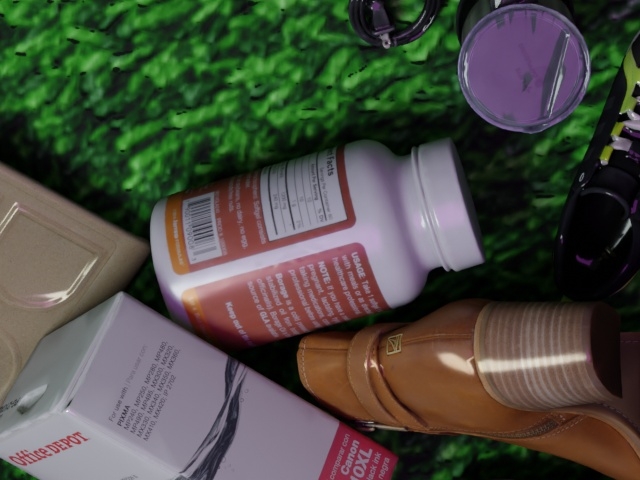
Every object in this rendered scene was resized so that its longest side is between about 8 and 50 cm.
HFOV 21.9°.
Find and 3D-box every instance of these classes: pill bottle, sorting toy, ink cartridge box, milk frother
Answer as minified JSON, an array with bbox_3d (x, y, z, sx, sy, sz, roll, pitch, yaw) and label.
[{"bbox_3d":[0.000,0.000,1.159,0.216,0.121,0.121,-15,109,9],"label":"pill bottle"},{"bbox_3d":[-0.298,0.066,1.229,0.229,0.041,0.307,29,110,-24],"label":"sorting toy"},{"bbox_3d":[-0.095,0.149,1.170,0.237,0.100,0.172,33,151,-18],"label":"ink cartridge box"},{"bbox_3d":[0.095,-0.136,1.094,0.143,0.135,0.129,-25,106,12],"label":"milk frother"}]

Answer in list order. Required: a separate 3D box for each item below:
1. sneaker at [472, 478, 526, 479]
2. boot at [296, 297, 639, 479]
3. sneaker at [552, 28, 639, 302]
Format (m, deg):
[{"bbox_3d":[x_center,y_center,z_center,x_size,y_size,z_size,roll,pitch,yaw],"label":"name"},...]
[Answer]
[{"bbox_3d":[0.216,0.264,1.215,0.270,0.090,0.145,9,77,9],"label":"sneaker"},{"bbox_3d":[0.131,0.120,1.183,0.220,0.283,0.109,-7,69,28],"label":"boot"},{"bbox_3d":[0.221,-0.050,1.129,0.084,0.097,0.235,22,111,12],"label":"sneaker"}]
